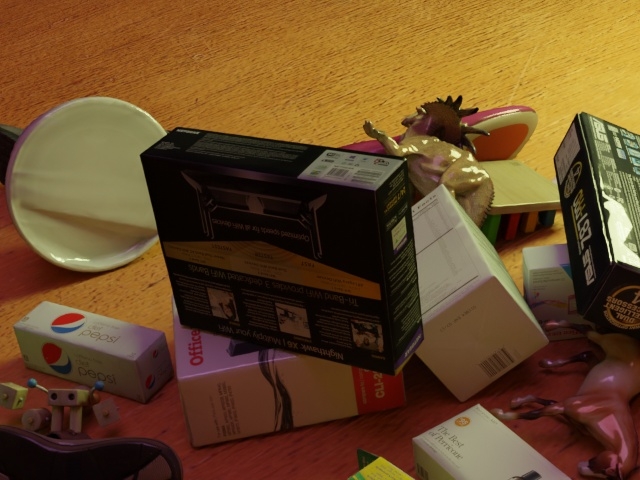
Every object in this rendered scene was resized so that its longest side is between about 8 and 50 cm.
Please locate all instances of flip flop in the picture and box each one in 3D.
[{"bbox_3d":[-0.285,0.262,1.304,0.277,0.112,0.080,-3,5,13],"label":"flip flop"}]

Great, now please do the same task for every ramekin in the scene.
[{"bbox_3d":[-0.365,-0.095,1.766,0.273,0.273,0.127,-20,20,-20],"label":"ramekin"}]

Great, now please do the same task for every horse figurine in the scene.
[{"bbox_3d":[0.323,0.170,1.340,0.174,0.066,0.263,6,35,35],"label":"horse figurine"}]

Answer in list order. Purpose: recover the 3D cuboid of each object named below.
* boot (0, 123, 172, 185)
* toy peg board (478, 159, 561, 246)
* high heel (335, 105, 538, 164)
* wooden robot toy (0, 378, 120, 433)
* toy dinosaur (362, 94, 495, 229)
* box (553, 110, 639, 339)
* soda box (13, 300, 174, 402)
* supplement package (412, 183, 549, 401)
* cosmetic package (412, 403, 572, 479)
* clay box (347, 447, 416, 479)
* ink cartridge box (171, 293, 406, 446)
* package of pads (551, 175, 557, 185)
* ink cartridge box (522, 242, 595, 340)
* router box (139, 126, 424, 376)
[{"bbox_3d":[-0.431,-0.158,2.042,0.338,0.118,0.223,23,38,25],"label":"boot"},{"bbox_3d":[0.277,-0.056,1.738,0.161,0.079,0.161,-5,28,-27],"label":"toy peg board"},{"bbox_3d":[0.158,-0.159,1.837,0.377,0.127,0.181,-23,43,-10],"label":"high heel"},{"bbox_3d":[-0.322,0.214,1.440,0.173,0.076,0.079,0,-4,14],"label":"wooden robot toy"},{"bbox_3d":[0.185,-0.104,1.643,0.200,0.127,0.295,-22,62,-23],"label":"toy dinosaur"},{"bbox_3d":[0.469,0.005,1.429,0.318,0.097,0.395,18,32,-6],"label":"box"},{"bbox_3d":[-0.306,0.147,1.515,0.216,0.074,0.069,11,35,28],"label":"soda box"},{"bbox_3d":[0.169,0.061,1.446,0.139,0.134,0.244,-36,29,11],"label":"supplement package"},{"bbox_3d":[0.206,0.272,1.201,0.099,0.060,0.239,-22,33,-24],"label":"cosmetic package"},{"bbox_3d":[0.101,0.306,1.102,0.053,0.127,0.222,-29,36,-32],"label":"clay box"},{"bbox_3d":[-0.047,0.137,1.431,0.273,0.114,0.197,-12,31,-3],"label":"ink cartridge box"},{"bbox_3d":[0.395,-0.087,1.786,0.050,0.032,0.083,11,36,32],"label":"package of pads"},{"bbox_3d":[0.310,0.068,1.458,0.088,0.122,0.052,-7,34,3],"label":"ink cartridge box"},{"bbox_3d":[-0.042,0.008,1.295,0.309,0.243,0.081,11,36,28],"label":"router box"}]
